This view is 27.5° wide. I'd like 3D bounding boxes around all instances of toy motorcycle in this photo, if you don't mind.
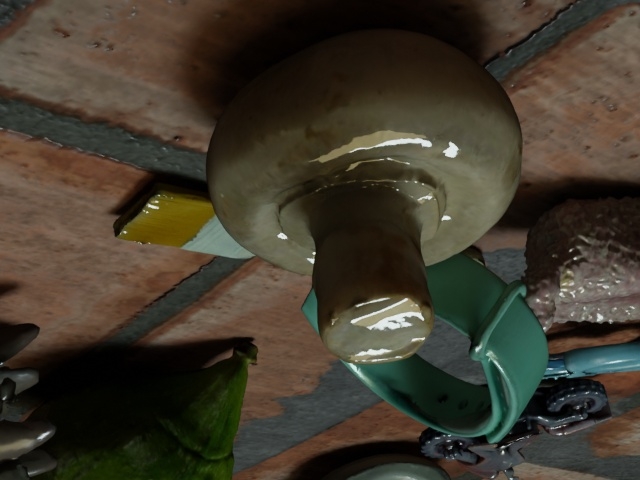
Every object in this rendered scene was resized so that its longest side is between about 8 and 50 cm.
[{"bbox_3d":[0.218,0.204,1.437,0.212,0.084,0.118,-21,143,19],"label":"toy motorcycle"}]

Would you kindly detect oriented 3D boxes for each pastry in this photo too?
[{"bbox_3d":[0.255,0.020,1.082,0.265,0.112,0.103,-8,153,-25],"label":"pastry"}]

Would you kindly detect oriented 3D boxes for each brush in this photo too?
[{"bbox_3d":[0.000,0.000,1.055,0.337,0.020,0.085,11,146,-34],"label":"brush"}]

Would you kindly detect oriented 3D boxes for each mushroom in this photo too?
[{"bbox_3d":[0.041,-0.033,0.831,0.206,0.209,0.206,-28,149,-19],"label":"mushroom"}]

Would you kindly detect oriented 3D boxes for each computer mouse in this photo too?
[{"bbox_3d":[0.050,0.361,1.645,0.197,0.095,0.331,1,142,-16],"label":"computer mouse"}]

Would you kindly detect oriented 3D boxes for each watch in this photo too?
[{"bbox_3d":[0.080,0.073,1.001,0.195,0.068,0.237,37,156,5],"label":"watch"}]

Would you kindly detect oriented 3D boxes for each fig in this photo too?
[{"bbox_3d":[-0.153,0.183,1.211,0.235,0.203,0.203,-47,140,14],"label":"fig"}]

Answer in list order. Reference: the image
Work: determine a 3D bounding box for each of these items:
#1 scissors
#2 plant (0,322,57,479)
[{"bbox_3d":[0.399,0.109,1.309,0.393,0.032,0.180,-6,173,-4],"label":"scissors"},{"bbox_3d":[-0.370,0.150,1.058,0.321,0.181,0.194,-4,146,-6],"label":"plant"}]
